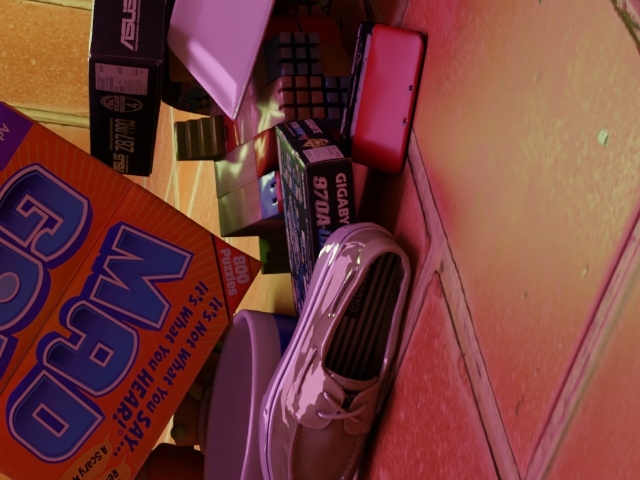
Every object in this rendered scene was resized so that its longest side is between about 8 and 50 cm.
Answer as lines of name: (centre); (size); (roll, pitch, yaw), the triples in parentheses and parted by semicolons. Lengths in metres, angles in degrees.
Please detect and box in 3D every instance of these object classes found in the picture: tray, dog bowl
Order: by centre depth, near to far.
tray: (-0.091, -0.271, 1.601); (0.145, 0.030, 0.270); (49, 140, 25)
dog bowl: (-0.054, 0.213, 1.667); (0.265, 0.104, 0.264); (-172, 90, -77)

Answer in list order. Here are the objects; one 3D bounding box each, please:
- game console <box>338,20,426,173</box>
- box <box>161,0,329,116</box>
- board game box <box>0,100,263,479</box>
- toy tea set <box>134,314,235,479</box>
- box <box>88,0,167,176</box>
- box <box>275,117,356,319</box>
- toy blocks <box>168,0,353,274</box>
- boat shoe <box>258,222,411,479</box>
game console: (0.073, -0.147, 1.537); (0.124, 0.085, 0.144); (-16, -62, -70)
box: (-0.104, -0.306, 2.030); (0.290, 0.177, 0.279); (-148, 67, -76)
board game box: (-0.331, 0.094, 1.841); (0.356, 0.356, 0.356); (-59, 6, -8)
toy tea set: (-0.169, 0.222, 1.962); (0.336, 0.124, 0.200); (-67, -21, -66)
box: (-0.237, -0.293, 1.901); (0.395, 0.097, 0.318); (115, 161, -72)
box: (0.000, 0.000, 1.553); (0.175, 0.051, 0.220); (-122, 25, -70)
toy blocks: (-0.040, -0.164, 1.727); (0.261, 0.191, 0.381); (161, 105, -66)
boat shoe: (0.012, 0.131, 1.434); (0.094, 0.109, 0.302); (-145, 66, -73)
